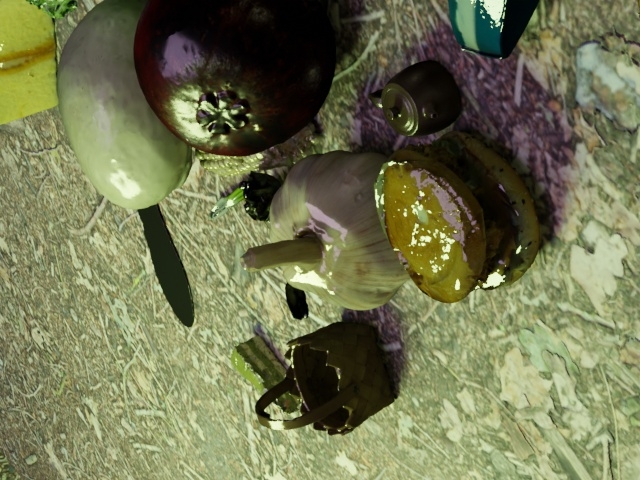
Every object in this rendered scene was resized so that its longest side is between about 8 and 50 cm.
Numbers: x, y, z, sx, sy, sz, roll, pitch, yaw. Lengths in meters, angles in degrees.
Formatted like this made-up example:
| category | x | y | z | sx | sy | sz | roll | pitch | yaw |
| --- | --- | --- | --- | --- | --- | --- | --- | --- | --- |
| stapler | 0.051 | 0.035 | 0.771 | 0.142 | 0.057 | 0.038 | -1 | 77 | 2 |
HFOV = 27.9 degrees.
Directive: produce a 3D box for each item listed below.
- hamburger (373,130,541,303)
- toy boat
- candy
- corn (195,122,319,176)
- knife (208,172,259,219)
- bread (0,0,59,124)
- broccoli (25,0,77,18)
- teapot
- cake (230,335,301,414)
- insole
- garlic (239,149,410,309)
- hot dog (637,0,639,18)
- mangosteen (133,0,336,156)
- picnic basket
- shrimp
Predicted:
| category | x | y | z | sx | sy | sz | roll | pitch | yaw |
| --- | --- | --- | --- | --- | --- | --- | --- | --- | --- |
| hamburger | 0.140 | -0.030 | 1.347 | 0.185 | 0.113 | 0.177 | 26 | 140 | 58 |
| toy boat | 0.171 | -0.267 | 1.119 | 0.062 | 0.096 | 0.299 | 40 | 146 | 21 |
| candy | -0.261 | -0.187 | 1.731 | 0.295 | 0.185 | 0.295 | -179 | 90 | -80 |
| corn | -0.089 | -0.125 | 1.652 | 0.211 | 0.087 | 0.087 | 3 | 115 | 59 |
| knife | -0.119 | -0.062 | 1.815 | 0.022 | 0.026 | 0.184 | 28 | 154 | -18 |
| bread | -0.507 | -0.331 | 2.148 | 0.142 | 0.178 | 0.266 | 15 | 136 | 13 |
| broccoli | -0.282 | -0.402 | 1.597 | 0.269 | 0.241 | 0.261 | -82 | 16 | -46 |
| teapot | 0.093 | -0.146 | 1.358 | 0.121 | 0.068 | 0.076 | 22 | 131 | 50 |
| cake | -0.077 | 0.200 | 1.923 | 0.140 | 0.051 | 0.055 | 40 | 141 | 33 |
| insole | -0.267 | -0.002 | 2.113 | 0.109 | 0.007 | 0.322 | 4 | 116 | 55 |
| garlic | 0.000 | 0.000 | 1.454 | 0.199 | 0.226 | 0.199 | 13 | 113 | 34 |
| hot dog | 0.255 | -0.298 | 0.986 | 0.083 | 0.068 | 0.289 | -127 | 17 | -68 |
| mangosteen | -0.093 | -0.229 | 1.489 | 0.235 | 0.235 | 0.261 | 99 | 179 | -46 |
| picnic basket | -0.004 | 0.190 | 1.666 | 0.128 | 0.178 | 0.138 | 4 | 116 | 57 |
| shrimp | -0.051 | 0.003 | 1.620 | 0.262 | 0.051 | 0.198 | 63 | -172 | -84 |
